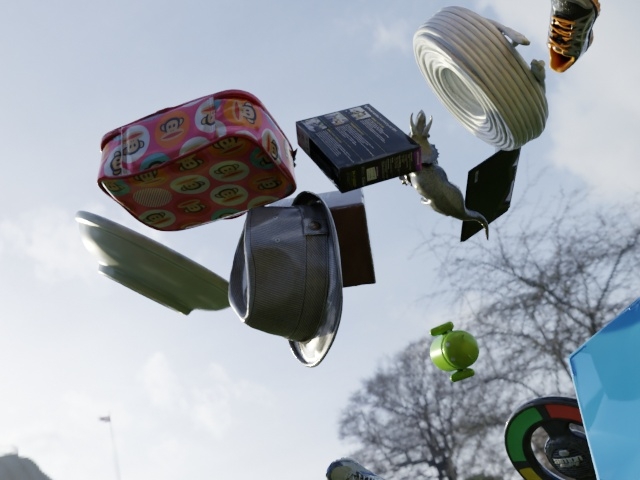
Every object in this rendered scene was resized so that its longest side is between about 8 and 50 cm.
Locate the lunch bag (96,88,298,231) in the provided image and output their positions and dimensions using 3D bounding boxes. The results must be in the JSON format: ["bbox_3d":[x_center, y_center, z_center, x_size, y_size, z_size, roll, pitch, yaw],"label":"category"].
[{"bbox_3d":[-0.189,-0.111,1.164,0.293,0.120,0.258,-15,-29,16],"label":"lunch bag"}]

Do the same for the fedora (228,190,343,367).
[{"bbox_3d":[-0.066,0.049,1.053,0.124,0.275,0.243,6,-36,-19],"label":"fedora"}]

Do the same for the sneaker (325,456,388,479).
[{"bbox_3d":[0.072,0.385,1.112,0.135,0.052,0.058,26,-10,-20],"label":"sneaker"}]

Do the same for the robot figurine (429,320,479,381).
[{"bbox_3d":[0.234,0.192,1.221,0.067,0.101,0.115,-17,-11,-17],"label":"robot figurine"}]

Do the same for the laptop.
[{"bbox_3d":[0.369,-0.170,1.575,0.137,0.264,0.234,-4,-40,2],"label":"laptop"}]

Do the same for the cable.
[{"bbox_3d":[0.253,-0.251,1.114,0.089,0.257,0.257,-41,-41,0],"label":"cable"}]

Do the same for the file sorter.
[{"bbox_3d":[0.323,0.159,0.648,0.105,0.170,0.118,22,-51,-13],"label":"file sorter"}]

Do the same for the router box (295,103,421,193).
[{"bbox_3d":[0.054,-0.146,1.073,0.133,0.179,0.046,-17,-53,-15],"label":"router box"}]

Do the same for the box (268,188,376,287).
[{"bbox_3d":[0.000,0.000,1.418,0.203,0.168,0.167,-8,-75,6],"label":"box"}]

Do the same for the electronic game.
[{"bbox_3d":[0.412,0.350,1.140,0.048,0.229,0.229,-41,-9,-47],"label":"electronic game"}]

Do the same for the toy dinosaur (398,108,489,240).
[{"bbox_3d":[0.238,-0.110,1.455,0.121,0.313,0.160,-29,5,10],"label":"toy dinosaur"}]

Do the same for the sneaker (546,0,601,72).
[{"bbox_3d":[0.442,-0.376,1.249,0.083,0.084,0.215,-56,-30,-3],"label":"sneaker"}]

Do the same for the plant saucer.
[{"bbox_3d":[-0.355,0.072,1.495,0.100,0.401,0.400,-63,-33,-11],"label":"plant saucer"}]
